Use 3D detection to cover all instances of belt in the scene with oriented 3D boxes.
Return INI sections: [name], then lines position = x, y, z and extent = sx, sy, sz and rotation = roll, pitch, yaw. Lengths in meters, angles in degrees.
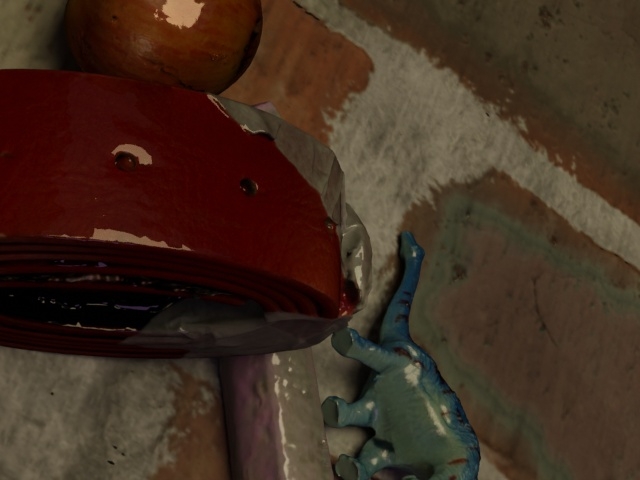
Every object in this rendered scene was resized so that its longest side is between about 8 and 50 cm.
[belt]
position = -0.125, -0.006, 0.950
extent = 0.324, 0.227, 0.115
rotation = 10, 68, -27

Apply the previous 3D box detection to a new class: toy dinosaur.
[toy dinosaur]
position = 0.064, 0.137, 1.129
extent = 0.144, 0.076, 0.329
rotation = 5, 59, -42

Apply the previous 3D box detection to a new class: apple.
[apple]
position = -0.108, -0.156, 1.080
extent = 0.146, 0.146, 0.146
rotation = 14, 64, -31

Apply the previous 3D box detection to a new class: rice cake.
[rice cake]
position = -0.040, 0.075, 1.082
extent = 0.056, 0.073, 0.365
rotation = 4, 72, -37
